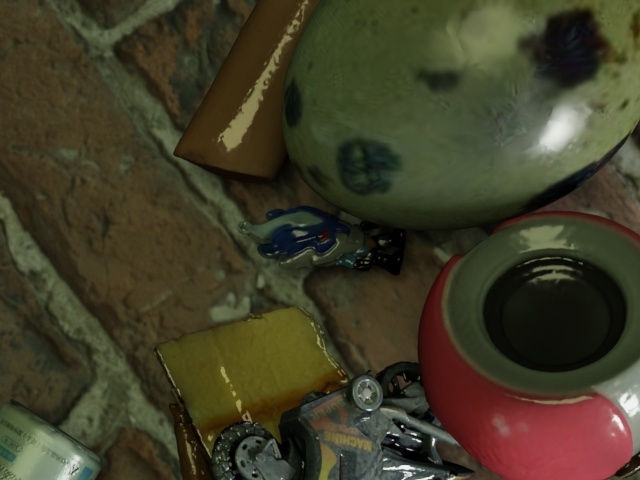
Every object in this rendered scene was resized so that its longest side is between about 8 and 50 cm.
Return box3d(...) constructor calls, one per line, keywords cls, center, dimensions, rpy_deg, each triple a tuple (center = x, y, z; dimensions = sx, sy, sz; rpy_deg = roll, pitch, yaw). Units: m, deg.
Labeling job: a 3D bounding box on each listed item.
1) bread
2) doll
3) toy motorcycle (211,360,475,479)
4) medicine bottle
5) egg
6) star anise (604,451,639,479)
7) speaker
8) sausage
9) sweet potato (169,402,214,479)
box3d(cls="bread", center=(-0.050, 0.184, 1.828), dimensions=(0.178, 0.135, 0.240), rpy_deg=(-28, 76, -2))
box3d(cls="doll", center=(0.000, 0.000, 1.914), dimensions=(0.195, 0.070, 0.096), rpy_deg=(8, 45, 5))
box3d(cls="toy motorcycle", center=(0.027, 0.238, 1.766), dimensions=(0.307, 0.108, 0.173), rpy_deg=(-17, 83, -34))
box3d(cls="medicine bottle", center=(-0.337, 0.278, 1.833), dimensions=(0.135, 0.135, 0.168), rpy_deg=(31, 81, 13))
box3d(cls="egg", center=(0.157, -0.184, 1.803), dimensions=(0.428, 0.345, 0.345), rpy_deg=(-30, 74, 2))
box3d(cls="star anise", center=(0.372, 0.240, 1.816), dimensions=(0.129, 0.056, 0.124), rpy_deg=(15, 56, 6))
box3d(cls="speaker", center=(0.256, 0.110, 1.753), dimensions=(0.294, 0.294, 0.294), rpy_deg=(-1, 75, 5))
box3d(cls="sausage", center=(-0.062, -0.178, 1.938), dimensions=(0.123, 0.123, 0.253), rpy_deg=(27, 81, 12))
box3d(cls="sweet potato", center=(-0.123, 0.280, 1.857), dimensions=(0.050, 0.050, 0.214), rpy_deg=(-29, 71, -3))
